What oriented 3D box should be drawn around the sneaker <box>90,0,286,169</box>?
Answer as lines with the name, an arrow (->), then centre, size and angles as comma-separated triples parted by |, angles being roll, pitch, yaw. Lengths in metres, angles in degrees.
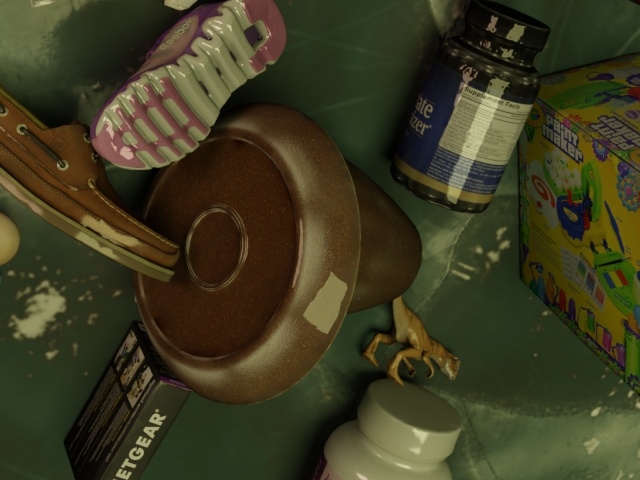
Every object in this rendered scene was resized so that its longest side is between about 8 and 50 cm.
sneaker -> -0.143, -0.162, 1.309 | 0.236, 0.104, 0.095 | -45, 128, -22

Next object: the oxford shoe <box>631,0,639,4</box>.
oxford shoe -> 0.348, -0.335, 1.437 | 0.348, 0.123, 0.130 | 19, 102, -31

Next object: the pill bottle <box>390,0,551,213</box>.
pill bottle -> 0.170, -0.150, 1.457 | 0.123, 0.123, 0.219 | 12, 110, -27

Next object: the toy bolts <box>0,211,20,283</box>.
toy bolts -> -0.391, 0.022, 1.282 | 0.158, 0.218, 0.228 | -54, 141, 3

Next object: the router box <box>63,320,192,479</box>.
router box -> -0.220, 0.200, 1.471 | 0.046, 0.133, 0.179 | 24, 106, -30

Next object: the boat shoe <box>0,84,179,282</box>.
boat shoe -> -0.257, -0.072, 1.284 | 0.307, 0.111, 0.104 | 33, 84, -12

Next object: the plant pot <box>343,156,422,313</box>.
plant pot -> 0.000, 0.000, 1.433 | 0.230, 0.215, 0.215 | 16, 110, -47

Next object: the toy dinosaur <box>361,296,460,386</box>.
toy dinosaur -> 0.104, 0.110, 1.614 | 0.112, 0.064, 0.211 | -48, 135, -15

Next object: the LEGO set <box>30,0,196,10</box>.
LEGO set -> -0.238, -0.290, 1.250 | 0.287, 0.107, 0.132 | -10, 154, -23

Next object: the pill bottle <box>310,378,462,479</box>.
pill bottle -> 0.064, 0.331, 1.637 | 0.169, 0.169, 0.301 | 11, 111, -27

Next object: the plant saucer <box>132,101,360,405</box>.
plant saucer -> -0.092, 0.009, 1.319 | 0.050, 0.310, 0.311 | 10, 113, -49

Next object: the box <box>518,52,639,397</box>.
box -> 0.370, -0.025, 1.505 | 0.177, 0.290, 0.279 | -15, 122, -15

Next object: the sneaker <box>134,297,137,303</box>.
sneaker -> -0.151, 0.036, 1.468 | 0.118, 0.042, 0.067 | -11, 124, -26
